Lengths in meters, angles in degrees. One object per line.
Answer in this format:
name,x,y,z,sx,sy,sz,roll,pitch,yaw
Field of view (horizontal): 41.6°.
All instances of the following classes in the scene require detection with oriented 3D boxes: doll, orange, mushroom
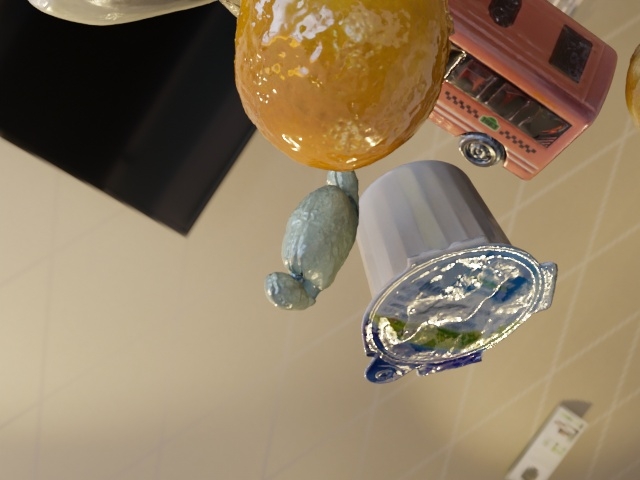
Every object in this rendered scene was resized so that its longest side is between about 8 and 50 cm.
doll,0.000,0.000,0.985,0.071,0.214,0.103,3,142,32
orange,0.020,-0.169,0.748,0.193,0.219,0.219,-3,175,17
mushroom,-0.190,-0.318,0.941,0.328,0.159,0.122,-8,-171,-41

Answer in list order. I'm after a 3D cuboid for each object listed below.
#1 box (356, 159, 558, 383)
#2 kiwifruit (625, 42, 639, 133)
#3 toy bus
box,0.145,0.036,1.158,0.262,0.291,0.206,17,-140,-32
kiwifruit,0.482,-0.175,1.016,0.234,0.196,0.196,40,-172,20
toy bus,0.220,-0.297,1.285,0.426,0.203,0.233,33,148,-7
